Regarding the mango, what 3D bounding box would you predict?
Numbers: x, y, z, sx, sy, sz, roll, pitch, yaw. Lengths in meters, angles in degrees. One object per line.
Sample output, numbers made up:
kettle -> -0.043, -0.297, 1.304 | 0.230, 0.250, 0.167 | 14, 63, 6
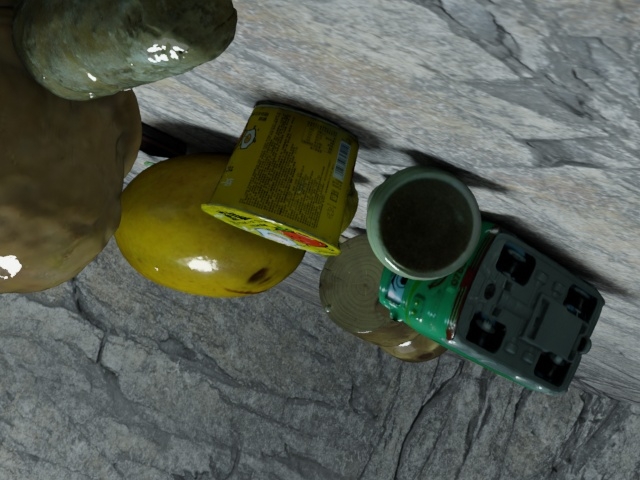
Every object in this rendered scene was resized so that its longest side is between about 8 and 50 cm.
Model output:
mango -> -0.191, -0.025, 2.068 | 0.301, 0.220, 0.445 | -3, -177, -32

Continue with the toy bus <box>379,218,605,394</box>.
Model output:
toy bus -> 0.237, 0.082, 1.896 | 0.199, 0.183, 0.343 | 21, 174, 43

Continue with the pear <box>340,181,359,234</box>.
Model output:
pear -> -0.005, -0.048, 1.860 | 0.131, 0.107, 0.107 | -20, 149, 33

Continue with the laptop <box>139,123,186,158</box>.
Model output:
laptop -> -0.327, -0.183, 2.112 | 0.207, 0.026, 0.154 | 25, 173, -28

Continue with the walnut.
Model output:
walnut -> -0.373, -0.121, 1.445 | 0.381, 0.381, 0.381 | 20, 173, 3

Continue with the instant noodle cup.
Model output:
instant noodle cup -> -0.038, -0.077, 1.621 | 0.182, 0.144, 0.182 | 19, 173, 3

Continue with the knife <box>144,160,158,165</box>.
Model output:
knife -> -0.234, -0.111, 2.376 | 0.166, 0.022, 0.078 | 20, 179, 19

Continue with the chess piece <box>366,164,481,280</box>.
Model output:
chess piece -> 0.106, -0.035, 1.699 | 0.139, 0.139, 0.272 | 22, -176, -12

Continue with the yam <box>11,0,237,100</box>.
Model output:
yam -> -0.179, -0.195, 1.216 | 0.133, 0.133, 0.330 | 25, 170, -32

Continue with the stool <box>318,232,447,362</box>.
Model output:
stool -> 0.130, 0.106, 2.365 | 0.179, 0.179, 0.264 | 17, 172, 29

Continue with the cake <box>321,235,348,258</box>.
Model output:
cake -> 0.000, 0.000, 2.445 | 0.140, 0.051, 0.055 | 20, 171, -8
